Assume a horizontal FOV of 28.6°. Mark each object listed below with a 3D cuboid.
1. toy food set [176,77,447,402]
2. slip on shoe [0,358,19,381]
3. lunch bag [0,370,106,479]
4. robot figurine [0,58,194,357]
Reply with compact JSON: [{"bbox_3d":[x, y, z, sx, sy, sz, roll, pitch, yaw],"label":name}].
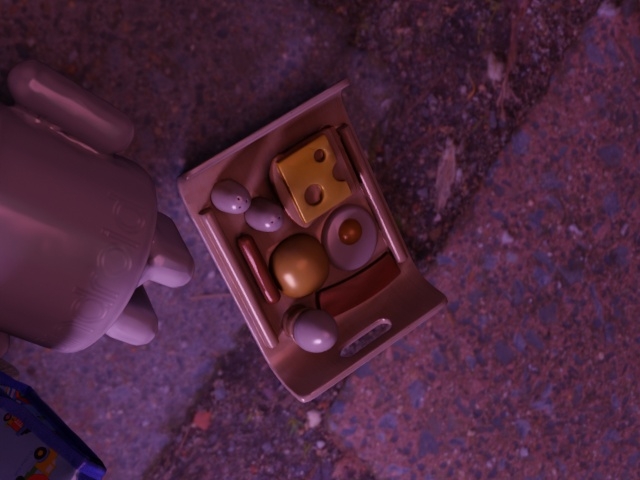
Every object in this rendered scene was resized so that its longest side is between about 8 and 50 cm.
[{"bbox_3d":[0.000,0.000,1.401,0.219,0.092,0.306,-33,115,-18],"label":"toy food set"},{"bbox_3d":[-0.450,0.137,1.181,0.331,0.123,0.101,16,97,-35],"label":"slip on shoe"},{"bbox_3d":[-0.297,0.240,1.065,0.138,0.293,0.221,40,80,-40],"label":"lunch bag"},{"bbox_3d":[-0.294,-0.021,1.176,0.353,0.200,0.300,24,102,-30],"label":"robot figurine"}]
